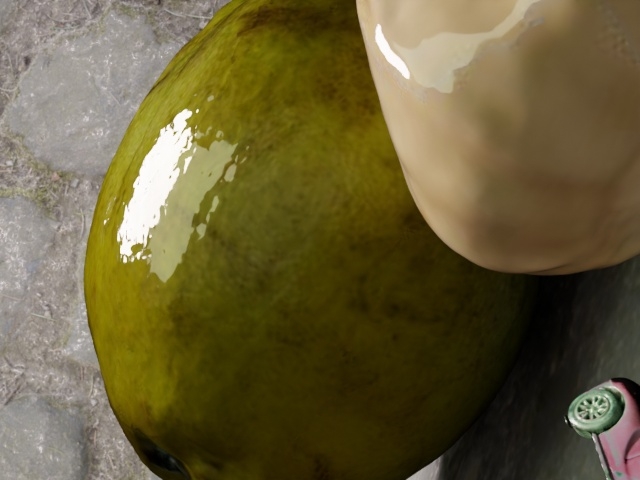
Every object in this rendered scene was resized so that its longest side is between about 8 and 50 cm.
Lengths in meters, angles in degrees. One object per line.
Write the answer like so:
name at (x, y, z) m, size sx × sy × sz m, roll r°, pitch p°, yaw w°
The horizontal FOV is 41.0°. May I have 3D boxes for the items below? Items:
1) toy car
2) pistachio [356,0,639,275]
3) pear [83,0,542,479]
toy car at (0.146, 0.117, 0.359) m, size 0.055 × 0.069 × 0.142 m, roll -26°, pitch 27°, yaw 17°
pistachio at (0.132, -0.108, 0.423) m, size 0.318 × 0.214 × 0.193 m, roll -64°, pitch -2°, yaw -53°
pear at (0.000, 0.000, 0.636) m, size 0.352 × 0.352 × 0.413 m, roll 148°, pitch 137°, yaw -76°
